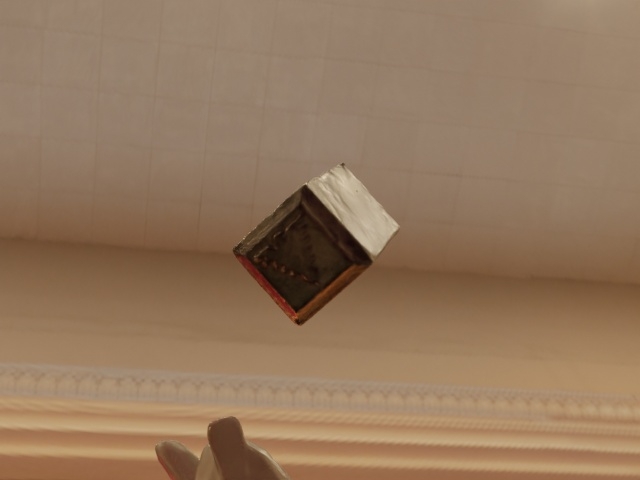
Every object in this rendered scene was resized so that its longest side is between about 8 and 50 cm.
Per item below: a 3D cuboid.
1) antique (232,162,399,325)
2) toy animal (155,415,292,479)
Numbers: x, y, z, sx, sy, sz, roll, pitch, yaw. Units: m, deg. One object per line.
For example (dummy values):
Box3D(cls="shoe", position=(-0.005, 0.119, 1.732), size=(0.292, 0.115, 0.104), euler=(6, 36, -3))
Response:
Box3D(cls="antique", position=(0.000, 0.000, 0.831), size=(0.088, 0.183, 0.086), euler=(-43, -91, 16))
Box3D(cls="toy animal", position=(-0.104, 0.249, 0.763), size=(0.138, 0.140, 0.282), euler=(35, -33, -6))
